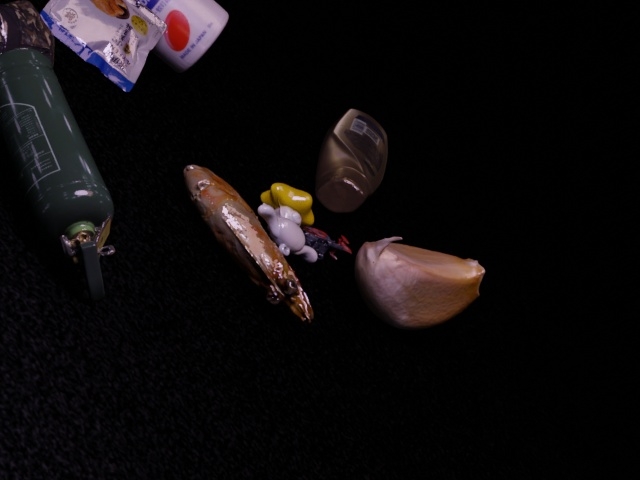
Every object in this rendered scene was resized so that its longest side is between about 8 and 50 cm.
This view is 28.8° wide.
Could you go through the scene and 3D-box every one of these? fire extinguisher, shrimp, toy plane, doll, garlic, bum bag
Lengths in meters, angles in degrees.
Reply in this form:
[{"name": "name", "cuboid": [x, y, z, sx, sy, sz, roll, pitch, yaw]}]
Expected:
[{"name": "fire extinguisher", "cuboid": [-0.305, -0.078, 1.421, 0.095, 0.114, 0.311, -14, 53, -22]}, {"name": "shrimp", "cuboid": [-0.093, 0.004, 1.729, 0.294, 0.062, 0.154, 56, 14, 24]}, {"name": "toy plane", "cuboid": [0.000, 0.000, 1.947, 0.145, 0.037, 0.060, 19, 24, -45]}, {"name": "doll", "cuboid": [-0.041, -0.021, 1.846, 0.135, 0.071, 0.113, 60, 29, -20]}, {"name": "garlic", "cuboid": [0.137, 0.055, 1.940, 0.245, 0.164, 0.145, 16, 54, -45]}, {"name": "bum bag", "cuboid": [-0.412, -0.256, 1.555, 0.248, 0.069, 0.102, -17, 102, -69]}]

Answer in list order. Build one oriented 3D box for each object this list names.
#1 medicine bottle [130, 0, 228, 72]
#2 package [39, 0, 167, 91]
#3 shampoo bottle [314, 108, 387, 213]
[{"name": "medicine bottle", "cuboid": [-0.311, -0.420, 1.958, 0.341, 0.130, 0.130, 40, 22, -19]}, {"name": "package", "cuboid": [-0.320, -0.323, 1.846, 0.171, 0.027, 0.173, 40, 44, -22]}, {"name": "shampoo bottle", "cuboid": [0.056, -0.138, 2.234, 0.125, 0.084, 0.350, 41, 22, -11]}]
